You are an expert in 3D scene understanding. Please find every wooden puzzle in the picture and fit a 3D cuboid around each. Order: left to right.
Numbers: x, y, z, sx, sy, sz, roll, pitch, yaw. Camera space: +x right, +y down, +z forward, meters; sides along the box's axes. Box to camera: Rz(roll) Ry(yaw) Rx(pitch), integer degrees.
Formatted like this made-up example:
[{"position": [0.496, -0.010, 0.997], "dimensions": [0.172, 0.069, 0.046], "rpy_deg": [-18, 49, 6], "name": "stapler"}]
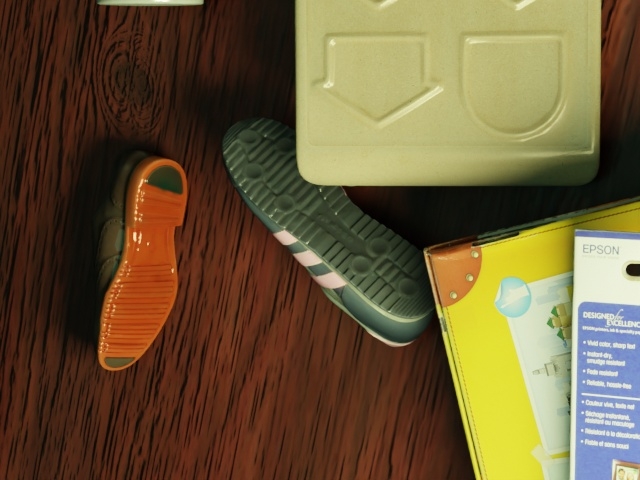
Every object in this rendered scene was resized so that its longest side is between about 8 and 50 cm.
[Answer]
[{"position": [0.135, -0.231, 2.008], "dimensions": [0.322, 0.080, 0.347], "rpy_deg": [0, 100, 9], "name": "wooden puzzle"}]

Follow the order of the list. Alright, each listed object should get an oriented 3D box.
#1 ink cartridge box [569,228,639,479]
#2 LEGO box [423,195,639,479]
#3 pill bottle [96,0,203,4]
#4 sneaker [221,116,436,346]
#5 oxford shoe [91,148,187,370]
[{"position": [0.323, 0.175, 1.766], "dimensions": [0.176, 0.069, 0.371], "rpy_deg": [4, 99, 30], "name": "ink cartridge box"}, {"position": [0.356, 0.202, 1.898], "dimensions": [0.372, 0.193, 0.500], "rpy_deg": [-14, 88, 30], "name": "LEGO box"}, {"position": [-0.197, -0.421, 2.169], "dimensions": [0.169, 0.169, 0.301], "rpy_deg": [3, 96, 30], "name": "pill bottle"}, {"position": [0.000, 0.000, 2.126], "dimensions": [0.319, 0.112, 0.131], "rpy_deg": [47, 156, 19], "name": "sneaker"}, {"position": [-0.232, 0.022, 2.294], "dimensions": [0.098, 0.097, 0.271], "rpy_deg": [25, 103, 47], "name": "oxford shoe"}]
